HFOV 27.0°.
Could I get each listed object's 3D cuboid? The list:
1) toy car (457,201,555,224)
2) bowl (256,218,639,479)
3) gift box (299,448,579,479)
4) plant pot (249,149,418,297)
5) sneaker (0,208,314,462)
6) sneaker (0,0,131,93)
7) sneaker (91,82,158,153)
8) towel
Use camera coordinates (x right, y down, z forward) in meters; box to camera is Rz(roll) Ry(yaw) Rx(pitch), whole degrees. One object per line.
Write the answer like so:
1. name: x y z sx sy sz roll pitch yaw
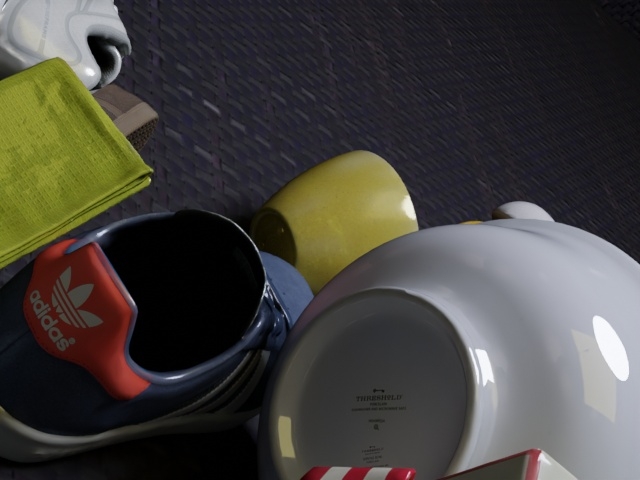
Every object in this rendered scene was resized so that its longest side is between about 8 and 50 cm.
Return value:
1. toy car: 0.168 0.066 1.232 0.182 0.159 0.136 51 -11 3
2. bowl: 0.064 0.111 0.784 0.134 0.298 0.298 26 34 -48
3. gift box: 0.039 0.273 0.608 0.258 0.276 0.255 42 39 -23
4. plant pot: 0.000 0.000 1.064 0.095 0.134 0.134 -11 61 -34
5. sneaker: -0.069 0.042 0.847 0.131 0.148 0.350 54 26 10
6. sneaker: -0.188 -0.156 0.938 0.118 0.110 0.292 31 23 -9
7. sneaker: -0.183 -0.073 0.941 0.071 0.066 0.188 34 20 5
8. towel: -0.210 -0.023 0.733 0.237 0.021 0.102 -32 82 -35
